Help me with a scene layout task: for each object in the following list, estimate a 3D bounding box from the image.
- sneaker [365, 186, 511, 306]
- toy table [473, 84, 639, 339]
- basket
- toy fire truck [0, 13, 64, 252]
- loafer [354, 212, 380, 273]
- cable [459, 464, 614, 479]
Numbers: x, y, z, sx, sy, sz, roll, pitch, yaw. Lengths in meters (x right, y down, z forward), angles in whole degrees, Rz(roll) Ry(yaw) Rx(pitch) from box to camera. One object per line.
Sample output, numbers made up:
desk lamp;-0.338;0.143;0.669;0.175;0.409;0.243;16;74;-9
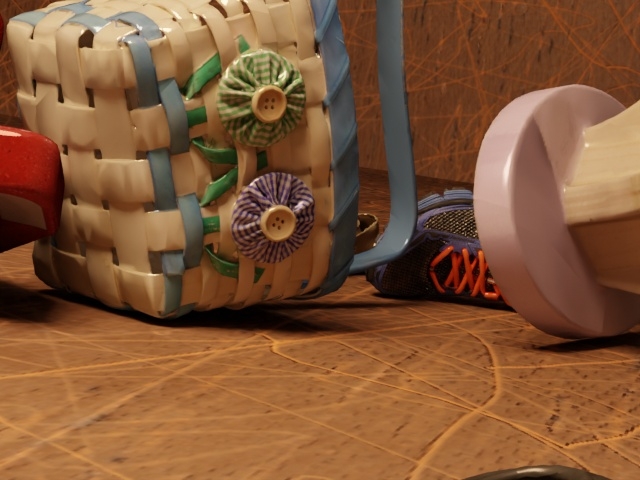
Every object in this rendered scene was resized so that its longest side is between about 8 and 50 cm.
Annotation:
sneaker;0.141;0.013;1.338;0.221;0.083;0.087;-6;38;-17
toy table;0.234;-0.029;1.191;0.161;0.252;0.274;-7;8;33
basket;-0.045;-0.073;1.148;0.201;0.255;0.289;11;25;41
toy fire truck;-0.301;-0.045;1.045;0.302;0.169;0.254;8;-13;-5
loafer;0.000;0.000;1.422;0.056;0.050;0.148;11;6;30
cable;0.082;0.115;0.513;0.139;0.072;0.287;-12;-1;-18
